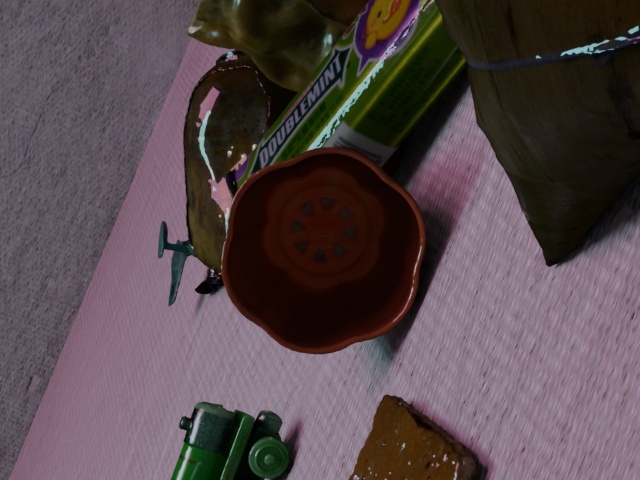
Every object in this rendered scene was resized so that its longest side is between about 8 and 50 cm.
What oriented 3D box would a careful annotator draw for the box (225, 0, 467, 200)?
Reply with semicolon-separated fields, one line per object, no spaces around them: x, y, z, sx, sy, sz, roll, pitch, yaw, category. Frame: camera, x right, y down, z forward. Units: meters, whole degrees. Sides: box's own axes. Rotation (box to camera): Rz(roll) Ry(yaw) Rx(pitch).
0.036;-0.139;1.699;0.345;0.097;0.134;-50;34;30;box

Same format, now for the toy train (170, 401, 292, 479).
-0.119;0.284;1.722;0.085;0.119;0.251;-178;108;-76;toy train

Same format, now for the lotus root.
-0.075;-0.087;1.977;0.160;0.152;0.274;-3;87;43;lotus root

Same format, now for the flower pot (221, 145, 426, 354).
0.000;0.000;1.591;0.173;0.191;0.190;-105;38;-83;flower pot

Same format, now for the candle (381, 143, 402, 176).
0.078;-0.128;1.771;0.053;0.048;0.162;19;89;46;candle

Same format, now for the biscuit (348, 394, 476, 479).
0.065;0.205;1.342;0.237;0.026;0.131;-152;82;-75;biscuit

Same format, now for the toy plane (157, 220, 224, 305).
-0.144;-0.006;2.296;0.382;0.106;0.155;160;118;-65;toy plane

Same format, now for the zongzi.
0.214;-0.082;1.062;0.323;0.160;0.360;29;143;47;zongzi

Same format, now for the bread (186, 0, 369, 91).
-0.007;-0.279;1.869;0.196;0.252;0.238;-82;17;-48;bread
